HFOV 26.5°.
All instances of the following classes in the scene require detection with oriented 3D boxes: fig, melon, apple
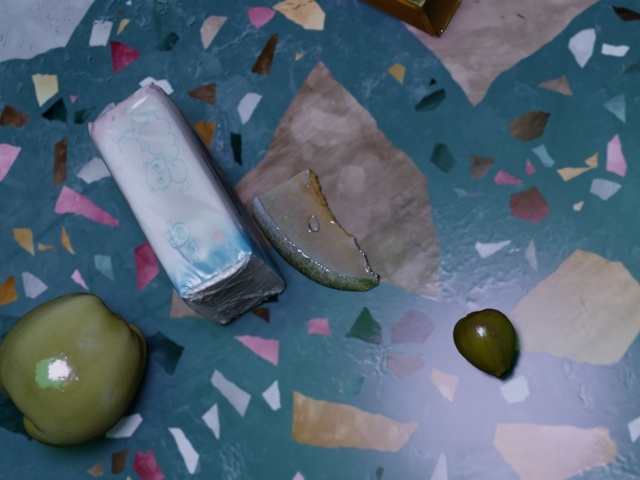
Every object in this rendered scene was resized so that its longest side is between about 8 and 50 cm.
[{"bbox_3d":[0.204,0.126,1.660,0.074,0.074,0.088,-29,88,7],"label":"fig"},{"bbox_3d":[-0.008,0.002,1.760,0.098,0.054,0.182,-30,72,-9],"label":"melon"},{"bbox_3d":[-0.318,0.163,1.726,0.200,0.200,0.200,-3,77,14],"label":"apple"}]

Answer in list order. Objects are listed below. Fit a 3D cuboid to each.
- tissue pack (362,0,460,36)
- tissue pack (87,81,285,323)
[{"bbox_3d":[0.073,-0.417,1.768,0.274,0.145,0.194,30,89,16],"label":"tissue pack"},{"bbox_3d":[-0.168,-0.041,1.722,0.124,0.201,0.271,-30,72,-1],"label":"tissue pack"}]
